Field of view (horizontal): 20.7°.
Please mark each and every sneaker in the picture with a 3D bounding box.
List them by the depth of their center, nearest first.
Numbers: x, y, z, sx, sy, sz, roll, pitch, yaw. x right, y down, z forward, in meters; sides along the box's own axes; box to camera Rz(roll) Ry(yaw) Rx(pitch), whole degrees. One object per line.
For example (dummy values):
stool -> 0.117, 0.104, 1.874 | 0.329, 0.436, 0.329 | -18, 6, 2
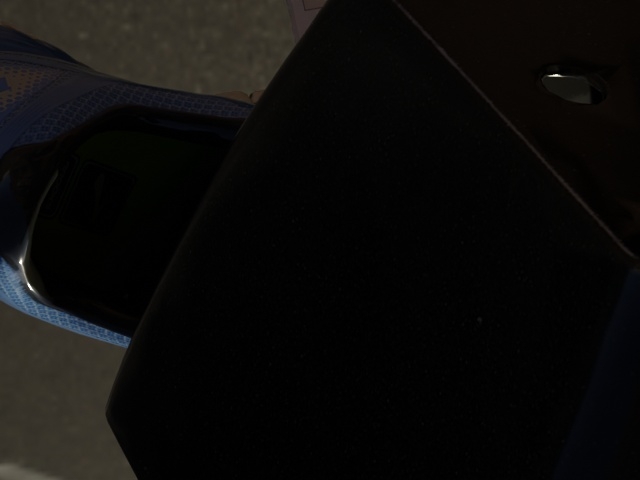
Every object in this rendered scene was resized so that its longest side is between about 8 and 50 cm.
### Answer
sneaker -> -0.034, 0.004, 0.700 | 0.330, 0.130, 0.147 | 10, -166, -46

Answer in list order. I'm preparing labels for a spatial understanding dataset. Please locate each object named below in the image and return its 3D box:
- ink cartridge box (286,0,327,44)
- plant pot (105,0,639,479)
ink cartridge box -> 0.045, -0.200, 0.928 | 0.181, 0.225, 0.056 | -12, -179, -16
plant pot -> 0.073, 0.025, 0.437 | 0.187, 0.188, 0.167 | -7, 130, -27
